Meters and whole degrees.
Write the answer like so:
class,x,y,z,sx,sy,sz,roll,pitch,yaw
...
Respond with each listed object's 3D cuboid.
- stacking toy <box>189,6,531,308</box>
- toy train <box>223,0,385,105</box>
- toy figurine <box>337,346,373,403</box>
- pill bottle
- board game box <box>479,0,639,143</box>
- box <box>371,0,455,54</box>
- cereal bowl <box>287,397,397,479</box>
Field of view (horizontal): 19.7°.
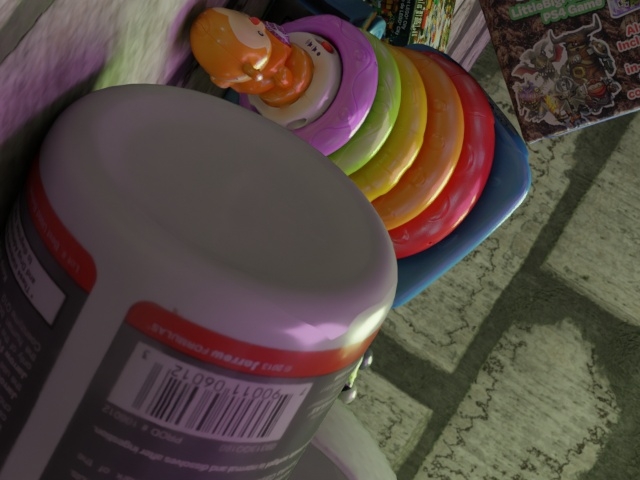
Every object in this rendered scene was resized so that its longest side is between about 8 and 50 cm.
class,x,y,z,sx,sy,sz,roll,pitch,yaw
stacking toy,0.003,-0.092,1.265,0.166,0.175,0.302,-42,146,11
toy train,-0.022,-0.129,1.429,0.184,0.080,0.105,-58,167,25
toy figurine,-0.058,0.061,1.465,0.213,0.209,0.148,108,4,-62
pill bottle,-0.123,0.108,1.068,0.363,0.210,0.210,-60,175,29
board game box,0.185,-0.238,1.407,0.141,0.291,0.232,-18,-176,11
box,0.080,-0.198,1.622,0.233,0.044,0.159,-29,131,-76
cereal bowl,-0.092,0.207,1.367,0.339,0.339,0.141,-61,-175,30
